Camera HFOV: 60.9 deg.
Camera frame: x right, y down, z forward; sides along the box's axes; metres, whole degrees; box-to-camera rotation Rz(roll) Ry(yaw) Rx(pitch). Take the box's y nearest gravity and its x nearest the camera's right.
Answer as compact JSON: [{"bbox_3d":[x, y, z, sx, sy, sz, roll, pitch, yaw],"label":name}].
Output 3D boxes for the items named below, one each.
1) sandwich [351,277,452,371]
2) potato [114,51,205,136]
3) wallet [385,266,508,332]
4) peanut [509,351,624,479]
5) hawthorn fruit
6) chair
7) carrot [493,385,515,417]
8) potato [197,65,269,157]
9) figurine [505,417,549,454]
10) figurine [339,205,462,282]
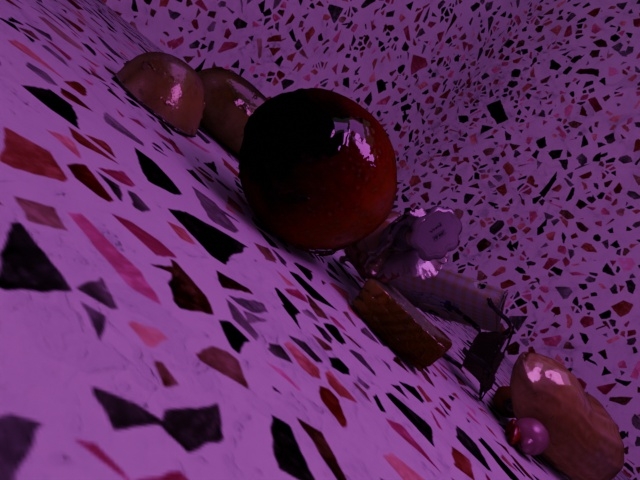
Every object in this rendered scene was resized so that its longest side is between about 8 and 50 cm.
[{"bbox_3d":[0.154,0.155,1.008,0.186,0.065,0.214,45,7,21],"label":"sandwich"},{"bbox_3d":[-0.304,-0.312,1.116,0.202,0.117,0.182,36,7,-37],"label":"potato"},{"bbox_3d":[0.280,0.119,1.290,0.309,0.077,0.223,22,-24,25],"label":"wallet"},{"bbox_3d":[0.506,0.375,1.123,0.340,0.174,0.158,42,-15,-26],"label":"peanut"},{"bbox_3d":[-0.003,-0.123,0.966,0.316,0.316,0.316,41,7,-7],"label":"hawthorn fruit"},{"bbox_3d":[0.347,0.236,1.160,0.213,0.174,0.149,42,-23,-18],"label":"chair"},{"bbox_3d":[0.443,0.372,1.301,0.069,0.069,0.336,44,5,16],"label":"carrot"},{"bbox_3d":[-0.211,-0.323,1.424,0.307,0.173,0.210,41,9,-29],"label":"potato"},{"bbox_3d":[0.391,0.368,1.022,0.071,0.067,0.083,24,20,14],"label":"figurine"},{"bbox_3d":[0.141,0.002,1.126,0.166,0.207,0.387,59,-19,-7],"label":"figurine"}]
